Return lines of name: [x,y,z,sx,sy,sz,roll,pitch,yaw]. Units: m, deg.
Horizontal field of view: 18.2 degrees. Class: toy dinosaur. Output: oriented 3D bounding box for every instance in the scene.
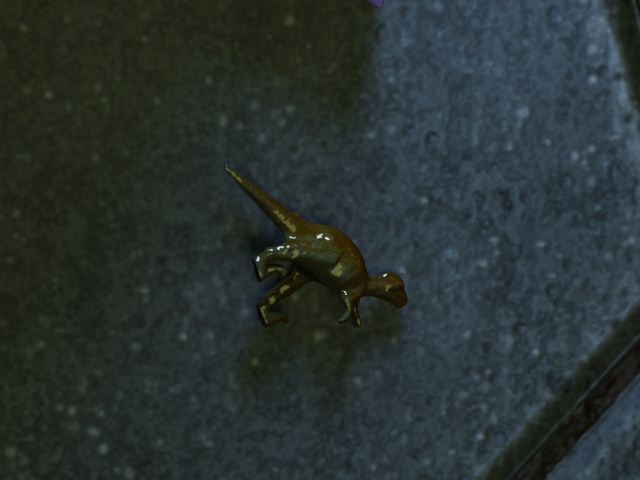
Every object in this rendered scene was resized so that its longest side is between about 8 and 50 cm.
toy dinosaur: [0.000,0.000,1.564,0.126,0.039,0.162,-18,109,-19]

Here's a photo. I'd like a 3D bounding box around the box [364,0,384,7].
box: [0.000,-0.216,1.471,0.117,0.050,0.036,27,99,-24]
